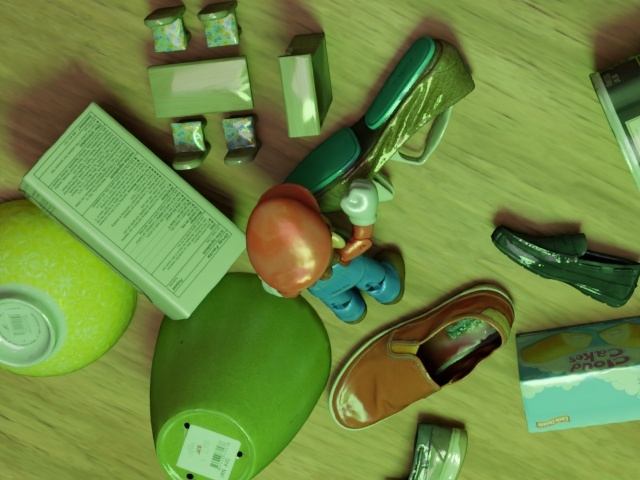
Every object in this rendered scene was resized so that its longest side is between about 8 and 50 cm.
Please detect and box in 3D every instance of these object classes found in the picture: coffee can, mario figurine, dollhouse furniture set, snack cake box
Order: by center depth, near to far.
[{"bbox_3d":[0.512,-0.179,1.519,0.275,0.201,0.201,-24,107,15],"label":"coffee can"},{"bbox_3d":[-0.116,-0.206,1.606,0.242,0.161,0.212,-5,111,9],"label":"dollhouse furniture set"},{"bbox_3d":[0.000,0.000,1.634,0.170,0.320,0.198,30,86,32],"label":"mario figurine"},{"bbox_3d":[0.419,0.186,1.702,0.264,0.152,0.089,-9,110,10],"label":"snack cake box"}]

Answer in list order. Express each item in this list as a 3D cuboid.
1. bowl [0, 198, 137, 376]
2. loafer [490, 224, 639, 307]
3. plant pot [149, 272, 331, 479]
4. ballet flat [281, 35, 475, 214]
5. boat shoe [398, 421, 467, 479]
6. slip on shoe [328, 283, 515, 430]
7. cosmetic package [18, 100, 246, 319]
[{"bbox_3d":[-0.428,0.098,1.754,0.289,0.156,0.289,1,116,3],"label":"bowl"},{"bbox_3d":[0.351,0.021,1.690,0.223,0.076,0.078,22,107,-7],"label":"loafer"},{"bbox_3d":[-0.134,0.228,1.709,0.275,0.293,0.274,2,111,6],"label":"plant pot"},{"bbox_3d":[0.085,-0.130,1.654,0.124,0.116,0.342,35,108,-27],"label":"ballet flat"},{"bbox_3d":[0.143,0.408,1.855,0.092,0.103,0.285,22,109,3],"label":"boat shoe"},{"bbox_3d":[0.144,0.184,1.763,0.331,0.101,0.123,-34,106,19],"label":"slip on shoe"},{"bbox_3d":[-0.265,-0.036,1.682,0.296,0.129,0.153,43,74,-9],"label":"cosmetic package"}]
